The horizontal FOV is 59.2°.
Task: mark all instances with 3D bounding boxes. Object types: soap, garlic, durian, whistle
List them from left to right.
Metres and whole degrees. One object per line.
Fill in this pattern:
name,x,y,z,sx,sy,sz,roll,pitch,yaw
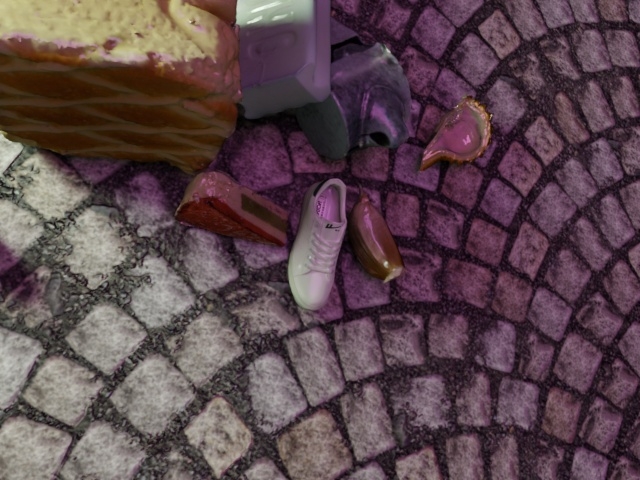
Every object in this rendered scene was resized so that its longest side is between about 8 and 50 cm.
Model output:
soap,-0.073,-0.377,1.027,0.173,0.095,0.289,-8,66,22
whistle,0.022,-0.340,1.126,0.168,0.188,0.404,-32,91,-22
garlic,0.106,-0.016,1.126,0.090,0.128,0.198,-18,89,-6
durian,0.291,-0.223,1.268,0.224,0.078,0.140,-38,106,-12

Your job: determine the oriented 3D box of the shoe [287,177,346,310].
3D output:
shoe,0.000,0.000,1.097,0.095,0.110,0.265,9,74,-19

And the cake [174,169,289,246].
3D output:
cake,-0.150,-0.061,1.049,0.220,0.117,0.086,14,69,-16

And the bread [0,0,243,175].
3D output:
bread,-0.334,-0.298,0.894,0.390,0.371,0.279,5,74,-23
